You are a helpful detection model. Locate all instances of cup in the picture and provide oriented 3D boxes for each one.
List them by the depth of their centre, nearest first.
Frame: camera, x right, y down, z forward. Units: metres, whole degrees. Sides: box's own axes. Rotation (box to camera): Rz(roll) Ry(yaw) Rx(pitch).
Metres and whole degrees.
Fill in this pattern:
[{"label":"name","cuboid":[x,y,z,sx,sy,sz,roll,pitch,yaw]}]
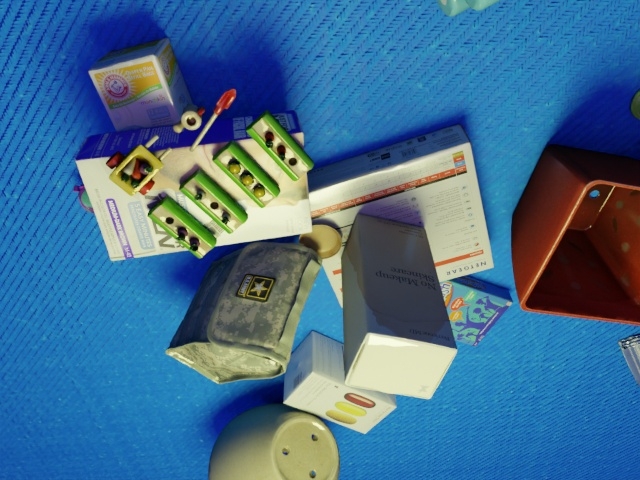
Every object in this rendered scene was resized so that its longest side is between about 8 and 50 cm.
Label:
[{"label":"cup","cuboid":[-0.080,0.542,1.249,0.330,0.331,0.237,21,141,-16]}]

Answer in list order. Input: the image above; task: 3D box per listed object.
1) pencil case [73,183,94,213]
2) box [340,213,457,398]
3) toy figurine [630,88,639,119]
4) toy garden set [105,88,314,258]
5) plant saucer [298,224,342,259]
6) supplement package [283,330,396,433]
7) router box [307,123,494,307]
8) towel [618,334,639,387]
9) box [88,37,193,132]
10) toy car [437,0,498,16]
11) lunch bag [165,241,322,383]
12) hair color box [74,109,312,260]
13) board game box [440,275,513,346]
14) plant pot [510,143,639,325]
[{"label":"pencil case","cuboid":[-0.385,-0.106,0.972,0.151,0.065,0.070,-23,139,15]},{"label":"box","cuboid":[0.119,0.099,0.874,0.147,0.311,0.121,11,125,-9]},{"label":"toy figurine","cuboid":[0.612,-0.244,0.831,0.130,0.159,0.173,17,125,-13]},{"label":"toy garden set","cuboid":[-0.163,-0.100,0.743,0.244,0.049,0.204,-38,120,13]},{"label":"plant saucer","cuboid":[0.000,0.000,0.984,0.083,0.015,0.084,1,128,1]},{"label":"supplement package","cuboid":[0.047,0.354,1.270,0.243,0.134,0.139,27,122,-19]},{"label":"router box","cuboid":[0.149,-0.035,1.022,0.335,0.082,0.301,-16,125,10]},{"label":"towel","cuboid":[0.948,0.260,1.286,0.335,0.040,0.243,-29,123,21]},{"label":"box","cuboid":[-0.282,-0.219,0.867,0.114,0.103,0.203,-10,126,5]},{"label":"toy car","cuboid":[0.238,-0.457,0.659,0.219,0.210,0.238,-27,110,5]},{"label":"lunch bag","cuboid":[-0.135,0.135,0.989,0.169,0.236,0.286,40,141,-27]},{"label":"hair color box","cuboid":[-0.191,-0.090,0.838,0.338,0.110,0.185,-9,124,-6]},{"label":"board game box","cuboid":[0.307,0.153,1.183,0.210,0.047,0.160,18,124,-13]},{"label":"plant pot","cuboid":[0.500,-0.033,0.936,0.266,0.236,0.268,8,125,-7]}]
